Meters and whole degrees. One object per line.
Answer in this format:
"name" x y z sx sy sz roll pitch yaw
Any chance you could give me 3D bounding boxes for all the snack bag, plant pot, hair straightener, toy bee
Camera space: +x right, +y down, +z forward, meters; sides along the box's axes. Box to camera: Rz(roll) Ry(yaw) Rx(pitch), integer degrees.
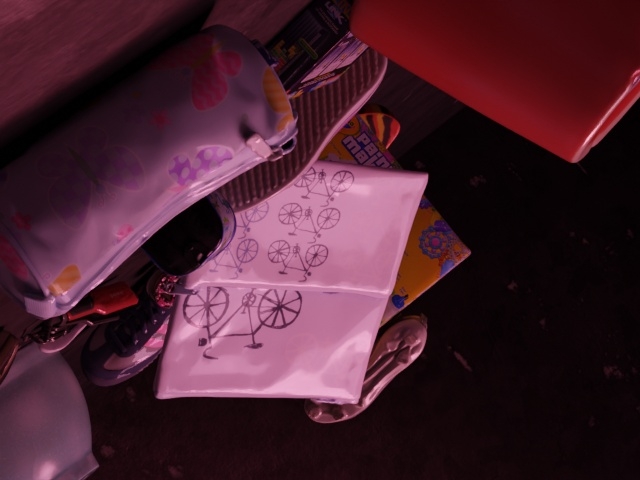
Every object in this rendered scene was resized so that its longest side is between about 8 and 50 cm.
"snack bag" -0.039 0.056 1.998 0.323 0.037 0.343 5 111 -34
"plant pot" 0.202 -0.220 1.468 0.275 0.243 0.275 -47 171 -10
"hair straightener" -0.334 0.114 2.186 0.089 0.047 0.230 -41 176 23
"plant pot" -0.439 0.301 2.287 0.293 0.196 0.293 -39 178 -2
"toy bee" -0.010 -0.082 2.410 0.298 0.162 0.195 -69 -163 -5

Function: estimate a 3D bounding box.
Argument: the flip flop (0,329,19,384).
"flip flop" -0.452 0.200 1.870 0.277 0.080 0.112 -55 -178 -34

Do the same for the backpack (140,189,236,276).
"backpack" -0.148 -0.027 1.713 0.105 0.114 0.084 -41 176 17

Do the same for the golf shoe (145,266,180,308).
"golf shoe" -0.194 0.017 2.430 0.186 0.067 0.086 -44 -151 -7

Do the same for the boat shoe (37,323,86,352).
"boat shoe" -0.361 0.130 2.247 0.035 0.035 0.100 -46 180 45

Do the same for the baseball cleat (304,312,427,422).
"baseball cleat" 0.069 0.174 2.194 0.206 0.072 0.109 -36 -175 19

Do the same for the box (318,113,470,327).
"box" 0.000 0.000 2.215 0.279 0.290 0.177 -38 177 -9

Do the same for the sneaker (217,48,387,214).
"sneaker" -0.038 -0.120 1.831 0.282 0.102 0.161 -39 180 -8

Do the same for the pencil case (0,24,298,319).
"pencil case" -0.146 -0.054 1.254 0.273 0.124 0.113 -37 177 -25

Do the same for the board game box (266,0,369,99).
"board game box" 0.013 -0.208 1.623 0.141 0.048 0.170 -43 175 26

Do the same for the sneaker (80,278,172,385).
"sneaker" -0.258 0.097 2.523 0.319 0.112 0.131 -42 163 -7
